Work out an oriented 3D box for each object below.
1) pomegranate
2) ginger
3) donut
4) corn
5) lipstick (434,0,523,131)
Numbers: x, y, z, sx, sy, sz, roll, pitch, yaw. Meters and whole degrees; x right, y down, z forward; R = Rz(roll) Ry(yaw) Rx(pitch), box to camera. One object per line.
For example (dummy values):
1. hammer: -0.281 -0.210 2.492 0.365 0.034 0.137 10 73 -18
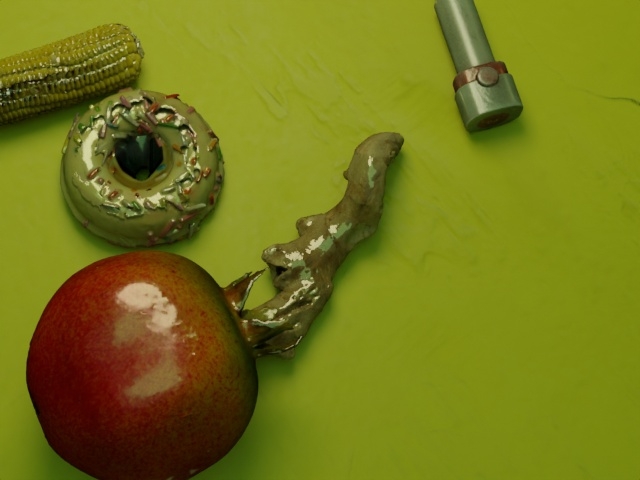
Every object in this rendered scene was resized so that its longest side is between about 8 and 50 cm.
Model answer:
1. pomegranate: -0.145 0.113 1.280 0.257 0.221 0.221 -22 78 -3
2. ginger: 0.000 0.000 1.396 0.089 0.075 0.288 29 79 9
3. donut: -0.182 -0.077 1.400 0.175 0.068 0.174 1 75 -3
4. corn: -0.280 -0.168 1.418 0.203 0.072 0.072 -19 77 -8
5. lipstick: 0.156 -0.213 1.466 0.063 0.057 0.186 -16 74 -8
